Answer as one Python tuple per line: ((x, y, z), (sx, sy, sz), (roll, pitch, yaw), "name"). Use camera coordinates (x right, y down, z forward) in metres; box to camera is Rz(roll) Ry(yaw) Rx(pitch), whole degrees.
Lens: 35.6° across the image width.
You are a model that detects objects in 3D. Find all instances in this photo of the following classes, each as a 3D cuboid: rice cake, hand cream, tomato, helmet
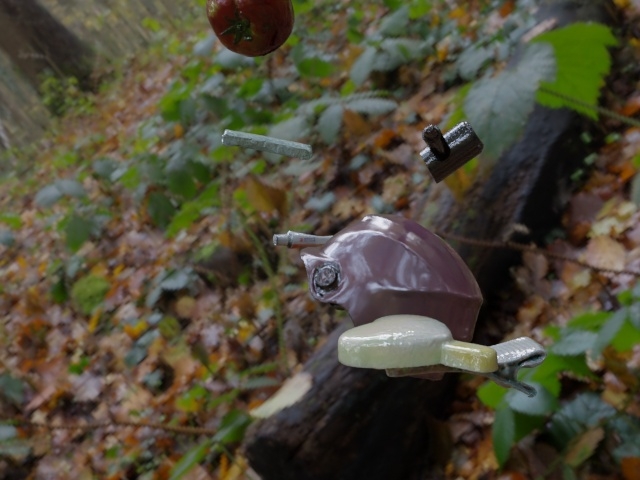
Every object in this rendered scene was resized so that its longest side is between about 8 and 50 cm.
((-0.069, -0.125, 1.302), (0.022, 0.121, 0.021), (-97, 19, -61), "rice cake")
((0.000, -0.002, 2.107), (0.216, 0.038, 0.052), (1, 23, -27), "hand cream")
((-0.065, -0.223, 0.970), (0.087, 0.087, 0.075), (-27, 29, 38), "tomato")
((0.134, 0.066, 1.676), (0.197, 0.271, 0.338), (-50, 53, 21), "helmet")

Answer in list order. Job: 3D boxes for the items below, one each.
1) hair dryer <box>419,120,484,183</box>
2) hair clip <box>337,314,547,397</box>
((0.223, -0.182, 1.784), (0.114, 0.070, 0.248), (-36, -16, 7), "hair dryer")
((0.126, 0.119, 1.021), (0.159, 0.218, 0.071), (-162, 78, -75), "hair clip")
